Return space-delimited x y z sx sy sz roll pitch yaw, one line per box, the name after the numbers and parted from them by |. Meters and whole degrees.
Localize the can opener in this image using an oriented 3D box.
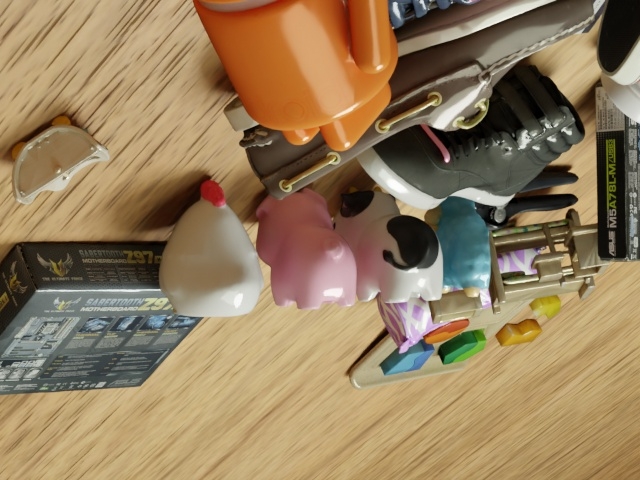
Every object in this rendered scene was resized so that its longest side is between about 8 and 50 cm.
0.220 -0.052 1.762 0.186 0.073 0.059 -14 114 -33 | can opener

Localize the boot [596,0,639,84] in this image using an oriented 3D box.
0.362 -0.231 1.397 0.176 0.088 0.244 11 123 -26 | boot

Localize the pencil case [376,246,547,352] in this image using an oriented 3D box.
0.168 0.058 1.869 0.206 0.088 0.086 -21 161 -10 | pencil case

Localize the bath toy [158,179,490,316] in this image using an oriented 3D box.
0.000 0.000 1.550 0.348 0.129 0.151 -4 -176 -32 | bath toy

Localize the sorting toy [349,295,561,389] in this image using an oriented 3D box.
0.209 0.114 2.072 0.307 0.041 0.229 -7 149 -37 | sorting toy

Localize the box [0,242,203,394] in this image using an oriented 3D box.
-0.230 0.077 1.544 0.233 0.059 0.183 0 144 -44 | box

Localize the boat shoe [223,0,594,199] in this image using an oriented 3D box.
0.083 -0.132 1.319 0.324 0.096 0.116 -22 -166 11 | boat shoe

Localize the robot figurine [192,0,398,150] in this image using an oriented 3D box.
-0.020 -0.169 1.140 0.128 0.158 0.219 -26 125 1 | robot figurine

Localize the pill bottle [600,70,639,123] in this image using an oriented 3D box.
0.363 -0.201 1.530 0.108 0.108 0.193 -2 145 -43 | pill bottle

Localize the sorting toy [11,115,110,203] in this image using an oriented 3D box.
-0.211 -0.064 1.315 0.083 0.045 0.075 -32 162 9 | sorting toy

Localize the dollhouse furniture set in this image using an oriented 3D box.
0.209 0.012 1.751 0.182 0.101 0.161 -9 164 -4 | dollhouse furniture set

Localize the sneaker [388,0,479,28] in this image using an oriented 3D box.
0.084 -0.214 1.202 0.319 0.131 0.112 -41 153 29 | sneaker

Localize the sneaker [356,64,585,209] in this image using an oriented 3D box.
0.147 -0.109 1.515 0.147 0.104 0.296 -43 157 27 | sneaker

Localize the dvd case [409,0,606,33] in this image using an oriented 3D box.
0.191 -0.236 1.402 0.221 0.018 0.164 -9 149 -32 | dvd case

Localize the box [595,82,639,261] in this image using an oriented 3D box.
0.367 -0.073 1.705 0.045 0.190 0.184 -1 -179 44 | box
